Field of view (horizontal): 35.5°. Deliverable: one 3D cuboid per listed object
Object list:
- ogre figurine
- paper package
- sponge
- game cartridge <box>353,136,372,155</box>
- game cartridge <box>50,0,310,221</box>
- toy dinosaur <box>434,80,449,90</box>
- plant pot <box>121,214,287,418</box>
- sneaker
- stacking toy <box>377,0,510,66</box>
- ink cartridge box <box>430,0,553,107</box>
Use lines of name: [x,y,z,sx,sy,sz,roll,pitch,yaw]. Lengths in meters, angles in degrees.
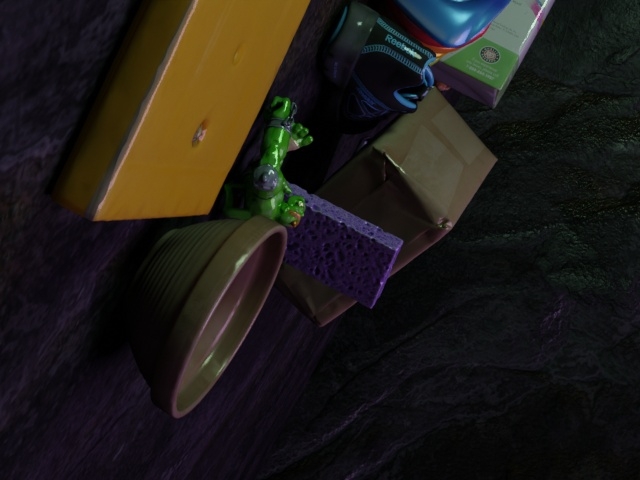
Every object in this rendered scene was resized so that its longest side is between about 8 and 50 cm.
ogre figurine: [-0.065,-0.063,1.203,0.197,0.097,0.118,-49,-159,44]
paper package: [0.089,-0.056,1.563,0.309,0.168,0.325,-40,-175,33]
sponge: [0.000,0.000,1.360,0.031,0.210,0.117,-55,170,-47]
game cartridge: [0.082,-0.172,1.938,0.056,0.017,0.083,-67,170,14]
game cartridge: [-0.091,-0.170,0.859,0.323,0.053,0.285,-65,171,7]
toy dinosaur: [0.240,-0.363,1.979,0.218,0.164,0.322,-29,168,-48]
plant pot: [-0.140,0.065,1.087,0.237,0.110,0.237,-60,171,-16]
sneaker: [0.082,-0.209,1.408,0.125,0.140,0.341,-63,173,-6]
stacking toy: [0.135,-0.310,1.477,0.175,0.166,0.302,-47,180,-27]
ink cartridge box: [0.297,-0.434,1.714,0.353,0.207,0.119,-60,170,-5]
